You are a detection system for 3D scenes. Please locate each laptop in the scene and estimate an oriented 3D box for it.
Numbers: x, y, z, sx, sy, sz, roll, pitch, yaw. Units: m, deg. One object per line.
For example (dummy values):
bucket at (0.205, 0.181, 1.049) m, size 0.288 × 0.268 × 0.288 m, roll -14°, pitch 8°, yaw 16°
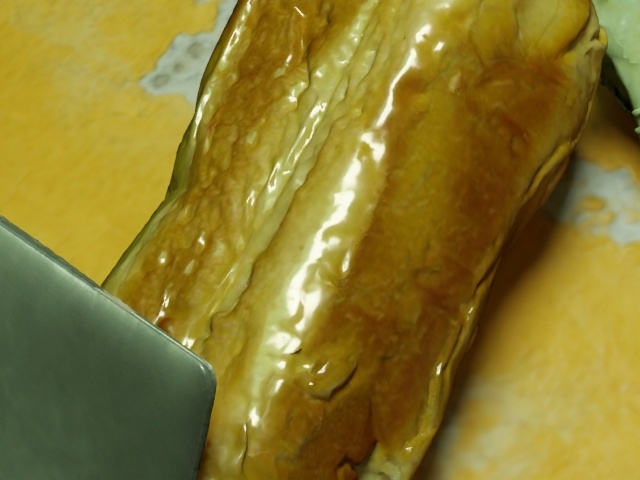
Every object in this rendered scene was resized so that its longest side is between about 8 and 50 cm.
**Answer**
laptop at (-0.133, 0.132, 0.809) m, size 0.015 × 0.269 × 0.187 m, roll -10°, pitch 31°, yaw -46°

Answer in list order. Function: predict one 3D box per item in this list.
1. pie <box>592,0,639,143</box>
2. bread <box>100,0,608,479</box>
pie at (0.269, -0.246, 0.968) m, size 0.418 × 0.180 × 0.395 m, roll -38°, pitch 51°, yaw -1°
bread at (0.001, 0.002, 0.876) m, size 0.195 × 0.149 × 0.344 m, roll 15°, pitch 73°, yaw 46°
